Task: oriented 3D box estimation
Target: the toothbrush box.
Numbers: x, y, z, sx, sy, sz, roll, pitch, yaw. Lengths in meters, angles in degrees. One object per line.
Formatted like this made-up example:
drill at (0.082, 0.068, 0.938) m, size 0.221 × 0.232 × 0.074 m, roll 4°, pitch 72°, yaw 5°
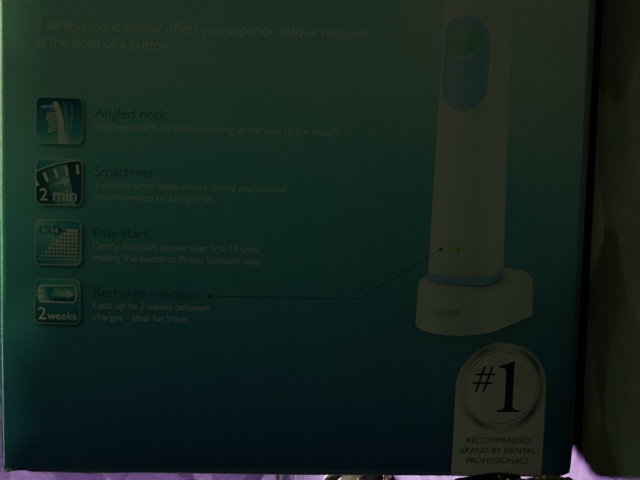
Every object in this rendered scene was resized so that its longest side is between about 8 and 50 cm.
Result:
toothbrush box at (-0.011, -0.067, 0.699) m, size 0.126 × 0.216 × 0.295 m, roll -107°, pitch 17°, yaw -78°

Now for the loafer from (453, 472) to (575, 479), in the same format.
loafer at (0.068, 0.122, 0.628) m, size 0.220 × 0.080 × 0.078 m, roll 127°, pitch 154°, yaw -75°

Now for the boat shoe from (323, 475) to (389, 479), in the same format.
boat shoe at (0.029, 0.193, 1.351) m, size 0.137 × 0.043 × 0.049 m, roll -157°, pitch 70°, yaw -84°
